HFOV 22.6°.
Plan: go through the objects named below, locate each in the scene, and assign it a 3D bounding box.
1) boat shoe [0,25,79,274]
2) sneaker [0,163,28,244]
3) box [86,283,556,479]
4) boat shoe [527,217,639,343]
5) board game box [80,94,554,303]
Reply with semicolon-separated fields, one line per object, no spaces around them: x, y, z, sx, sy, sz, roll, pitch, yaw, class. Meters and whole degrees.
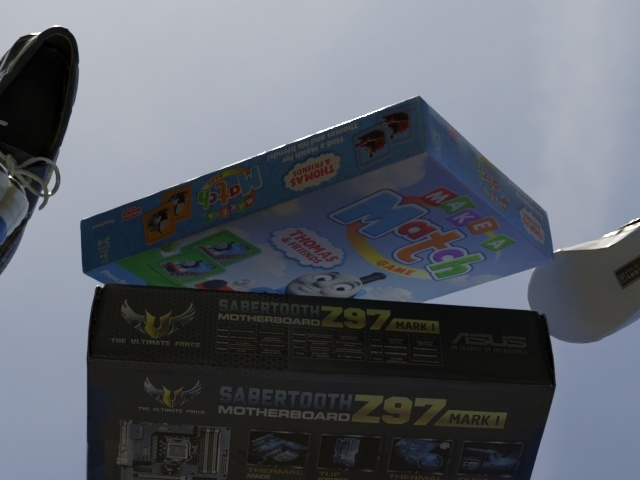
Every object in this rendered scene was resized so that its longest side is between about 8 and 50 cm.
-0.270;-0.072;1.398;0.095;0.079;0.254;30;-115;-19;boat shoe
-0.309;0.018;0.947;0.330;0.130;0.147;-17;-147;53;sneaker
-0.007;0.112;0.846;0.232;0.183;0.059;3;-138;-4;box
0.251;0.017;1.240;0.076;0.228;0.080;-16;-104;-33;boat shoe
0.000;0.000;0.888;0.211;0.160;0.039;-20;-120;25;board game box
